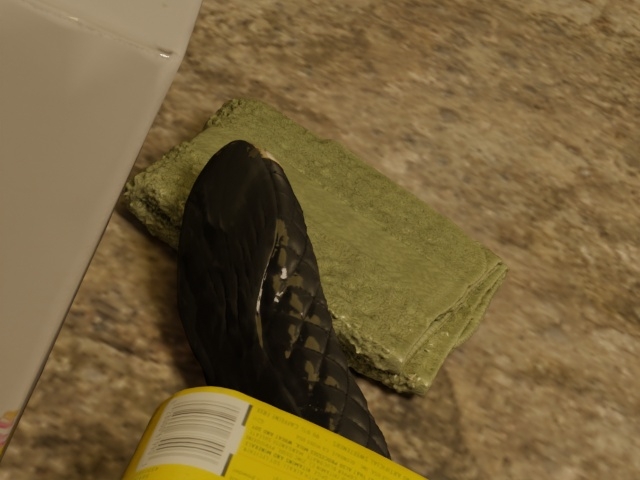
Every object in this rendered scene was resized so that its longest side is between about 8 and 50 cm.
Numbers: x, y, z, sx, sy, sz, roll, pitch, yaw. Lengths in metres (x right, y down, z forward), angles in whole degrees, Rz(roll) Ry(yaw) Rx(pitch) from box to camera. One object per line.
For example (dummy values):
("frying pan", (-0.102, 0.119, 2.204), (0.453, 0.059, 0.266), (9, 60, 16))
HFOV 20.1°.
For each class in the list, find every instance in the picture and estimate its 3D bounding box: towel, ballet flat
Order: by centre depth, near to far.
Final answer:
("ballet flat", (-0.015, 0.037, 0.664), (0.049, 0.057, 0.173), (24, 41, -44))
("towel", (0.000, 0.000, 0.747), (0.148, 0.027, 0.110), (33, 36, 9))

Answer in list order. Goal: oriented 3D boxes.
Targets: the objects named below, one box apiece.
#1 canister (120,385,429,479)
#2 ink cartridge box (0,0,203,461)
("canister", (-0.021, 0.128, 0.522), (0.126, 0.073, 0.170), (26, 33, -2))
("ink cartridge box", (-0.143, -0.031, 0.510), (0.168, 0.232, 0.171), (23, 34, -10))
